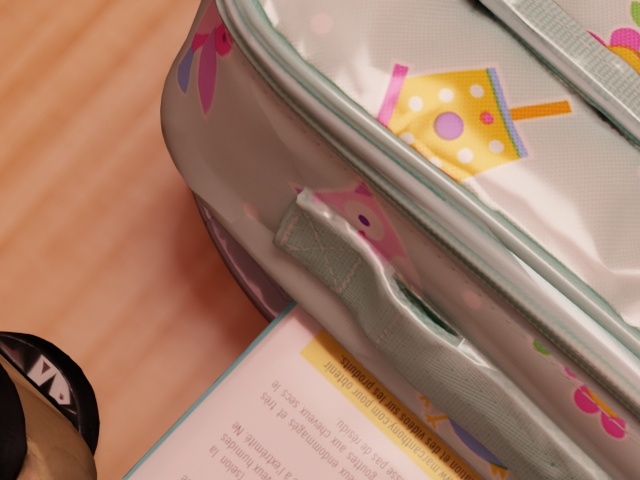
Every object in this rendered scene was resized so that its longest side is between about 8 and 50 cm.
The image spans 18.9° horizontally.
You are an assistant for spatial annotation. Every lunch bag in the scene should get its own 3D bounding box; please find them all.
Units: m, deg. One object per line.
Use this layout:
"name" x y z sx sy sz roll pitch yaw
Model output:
"lunch bag" 0.110 -0.017 0.504 0.279 0.108 0.224 41 56 7

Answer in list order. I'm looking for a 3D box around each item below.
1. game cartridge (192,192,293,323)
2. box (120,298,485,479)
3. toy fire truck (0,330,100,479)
"game cartridge" 0.000 0.000 0.578 0.056 0.017 0.083 -36 81 -12
"box" -0.051 0.135 0.515 0.100 0.060 0.244 44 83 6
"toy fire truck" -0.214 0.072 0.497 0.217 0.158 0.246 43 91 6
